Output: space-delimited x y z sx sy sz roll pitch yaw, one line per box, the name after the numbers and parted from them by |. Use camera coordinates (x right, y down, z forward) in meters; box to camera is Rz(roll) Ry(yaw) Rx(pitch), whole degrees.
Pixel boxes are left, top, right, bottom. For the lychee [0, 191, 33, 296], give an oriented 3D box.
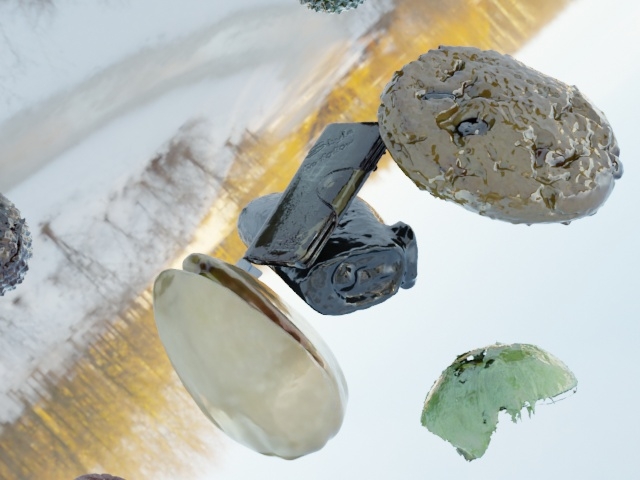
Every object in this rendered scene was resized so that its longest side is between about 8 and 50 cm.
-0.517 0.009 1.111 0.188 0.188 0.188 -43 -174 6 | lychee

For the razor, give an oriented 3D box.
0.000 -0.003 1.072 0.189 0.107 0.327 -14 -159 -17 | razor

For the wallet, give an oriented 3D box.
-0.002 -0.063 0.948 0.121 0.031 0.232 4 -128 46 | wallet

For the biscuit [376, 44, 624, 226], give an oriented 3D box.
0.210 -0.133 0.886 0.296 0.295 0.075 -49 160 -39 | biscuit

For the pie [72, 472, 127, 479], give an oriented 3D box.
-0.336 0.422 1.181 0.153 0.153 0.038 -62 172 -72 | pie

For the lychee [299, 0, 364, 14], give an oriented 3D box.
0.017 -0.397 1.054 0.171 0.171 0.171 -43 -174 6 | lychee

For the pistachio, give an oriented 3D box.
-0.097 0.152 1.026 0.214 0.318 0.193 -39 -177 45 | pistachio

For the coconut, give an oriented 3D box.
0.146 0.135 0.684 0.158 0.055 0.133 -25 -170 40 | coconut

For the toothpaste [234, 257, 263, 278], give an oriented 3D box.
-0.245 0.140 1.839 0.234 0.089 0.057 -42 -134 6 | toothpaste
